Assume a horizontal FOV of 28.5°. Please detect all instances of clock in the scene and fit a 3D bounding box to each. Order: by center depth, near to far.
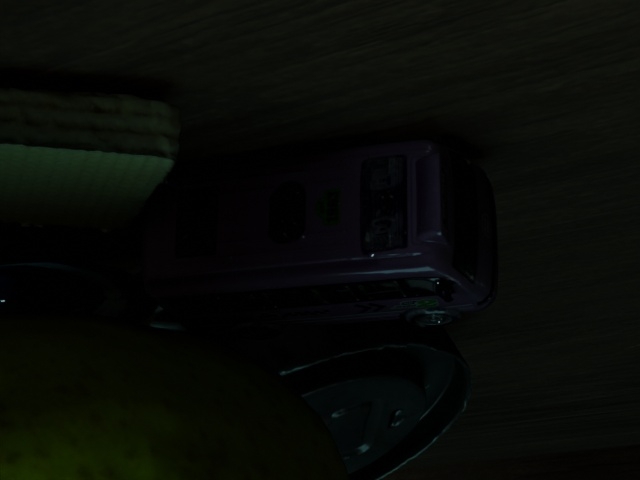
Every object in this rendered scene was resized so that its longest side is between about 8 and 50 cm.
[{"bbox_3d":[-0.006,0.147,1.070,0.281,0.055,0.280,-17,148,-11],"label":"clock"}]

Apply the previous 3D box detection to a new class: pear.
[{"bbox_3d":[-0.151,0.207,0.690,0.391,0.391,0.391,-3,165,-1],"label":"pear"}]

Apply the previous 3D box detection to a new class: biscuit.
[{"bbox_3d":[-0.173,-0.041,0.570,0.199,0.040,0.121,4,166,-20],"label":"biscuit"}]

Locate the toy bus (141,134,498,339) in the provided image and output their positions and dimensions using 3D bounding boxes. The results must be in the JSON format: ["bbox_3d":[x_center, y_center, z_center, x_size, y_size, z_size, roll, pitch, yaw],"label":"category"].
[{"bbox_3d":[0.000,0.000,0.666,0.178,0.086,0.098,-6,159,17],"label":"toy bus"}]

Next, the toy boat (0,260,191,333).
[{"bbox_3d":[-0.180,0.054,0.934,0.221,0.067,0.291,-8,175,20],"label":"toy boat"}]
